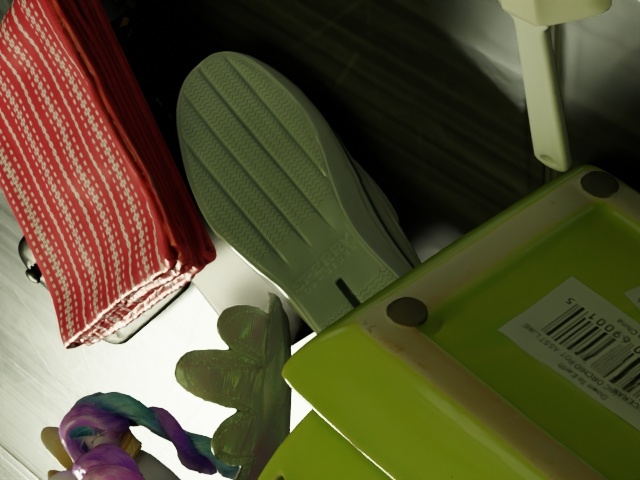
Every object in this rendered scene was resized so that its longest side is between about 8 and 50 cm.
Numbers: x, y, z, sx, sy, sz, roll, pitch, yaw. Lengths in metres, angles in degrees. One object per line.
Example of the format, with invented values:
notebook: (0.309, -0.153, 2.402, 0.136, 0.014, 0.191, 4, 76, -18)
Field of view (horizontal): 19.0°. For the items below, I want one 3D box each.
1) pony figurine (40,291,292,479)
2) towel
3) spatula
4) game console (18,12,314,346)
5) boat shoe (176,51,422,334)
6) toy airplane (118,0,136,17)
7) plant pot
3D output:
pony figurine: (-0.039, 0.217, 1.119, 0.363, 0.303, 0.351, 36, 175, 4)
towel: (-0.150, -0.045, 1.138, 0.199, 0.031, 0.275, 66, 156, 4)
spatula: (0.129, -0.047, 0.697, 0.168, 0.019, 0.242, 28, 170, 18)
game console: (-0.108, 0.002, 1.223, 0.213, 0.044, 0.361, 52, 153, 0)
boat shoe: (0.000, 0.000, 1.024, 0.226, 0.083, 0.076, 59, -167, 20)
toy airplane: (-0.162, -0.186, 1.121, 0.151, 0.028, 0.151, 35, 149, 25)
plant pot: (0.110, 0.113, 0.837, 0.228, 0.227, 0.207, 38, 142, 29)
